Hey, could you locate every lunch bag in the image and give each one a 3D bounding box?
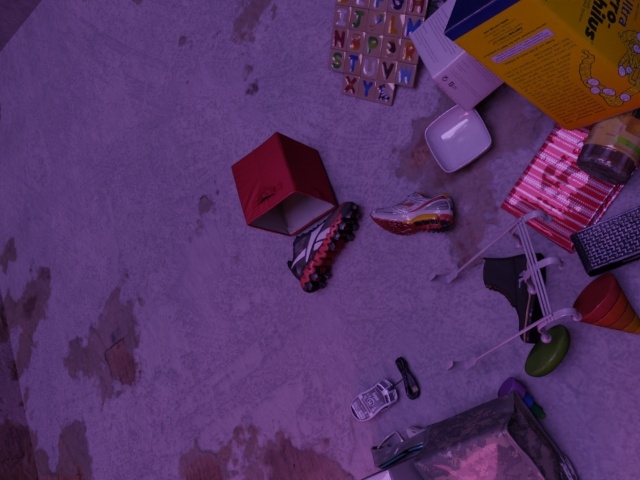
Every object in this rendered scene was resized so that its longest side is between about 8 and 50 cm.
[{"bbox_3d":[0.384,0.497,1.308,0.235,0.169,0.287,-35,94,31],"label":"lunch bag"}]

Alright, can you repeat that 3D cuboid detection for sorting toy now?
[{"bbox_3d":[0.530,0.242,1.301,0.126,0.127,0.365,35,110,2],"label":"sorting toy"}]

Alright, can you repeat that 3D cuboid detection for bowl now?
[{"bbox_3d":[0.335,-0.243,1.496,0.142,0.053,0.142,-35,68,27],"label":"bowl"}]

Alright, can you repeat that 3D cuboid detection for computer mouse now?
[{"bbox_3d":[0.156,0.383,1.563,0.193,0.042,0.106,-38,70,20],"label":"computer mouse"}]

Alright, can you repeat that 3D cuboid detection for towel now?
[{"bbox_3d":[0.544,-0.136,1.353,0.199,0.031,0.274,41,108,32],"label":"towel"}]

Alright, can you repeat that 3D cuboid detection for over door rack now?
[{"bbox_3d":[0.386,0.114,1.321,0.324,0.108,0.239,-40,46,45],"label":"over door rack"}]

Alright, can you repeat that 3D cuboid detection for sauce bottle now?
[{"bbox_3d":[0.632,-0.284,1.236,0.111,0.111,0.344,27,89,34],"label":"sauce bottle"}]

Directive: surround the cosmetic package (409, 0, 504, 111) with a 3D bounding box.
[{"bbox_3d":[0.400,-0.493,1.384,0.366,0.155,0.196,-37,44,26],"label":"cosmetic package"}]

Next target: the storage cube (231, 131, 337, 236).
[{"bbox_3d":[-0.100,-0.148,1.696,0.184,0.215,0.193,-32,62,29],"label":"storage cube"}]

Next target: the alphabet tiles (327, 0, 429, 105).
[{"bbox_3d":[0.142,-0.537,1.620,0.285,0.011,0.342,24,117,35],"label":"alphabet tiles"}]

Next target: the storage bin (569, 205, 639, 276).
[{"bbox_3d":[0.601,-0.002,1.232,0.180,0.122,0.084,-26,71,22],"label":"storage bin"}]

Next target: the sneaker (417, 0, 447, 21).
[{"bbox_3d":[0.265,-0.597,1.556,0.286,0.109,0.130,31,109,35],"label":"sneaker"}]

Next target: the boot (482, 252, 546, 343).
[{"bbox_3d":[0.424,0.128,1.391,0.137,0.077,0.197,-3,70,39],"label":"boot"}]

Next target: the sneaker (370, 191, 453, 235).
[{"bbox_3d":[0.228,-0.068,1.546,0.225,0.088,0.092,-2,64,35],"label":"sneaker"}]

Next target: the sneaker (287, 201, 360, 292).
[{"bbox_3d":[0.000,0.000,1.675,0.135,0.098,0.276,40,109,29],"label":"sneaker"}]

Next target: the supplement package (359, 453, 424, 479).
[{"bbox_3d":[0.185,0.582,1.366,0.178,0.293,0.175,-34,67,27],"label":"supplement package"}]

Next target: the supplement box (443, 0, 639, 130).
[{"bbox_3d":[0.444,-0.395,1.158,0.195,0.357,0.194,-14,51,61],"label":"supplement box"}]

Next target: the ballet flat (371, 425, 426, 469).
[{"bbox_3d":[0.208,0.483,1.498,0.213,0.072,0.068,-35,61,27],"label":"ballet flat"}]
